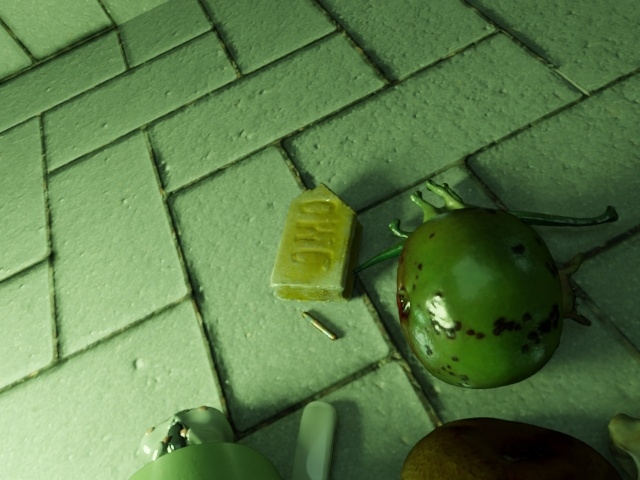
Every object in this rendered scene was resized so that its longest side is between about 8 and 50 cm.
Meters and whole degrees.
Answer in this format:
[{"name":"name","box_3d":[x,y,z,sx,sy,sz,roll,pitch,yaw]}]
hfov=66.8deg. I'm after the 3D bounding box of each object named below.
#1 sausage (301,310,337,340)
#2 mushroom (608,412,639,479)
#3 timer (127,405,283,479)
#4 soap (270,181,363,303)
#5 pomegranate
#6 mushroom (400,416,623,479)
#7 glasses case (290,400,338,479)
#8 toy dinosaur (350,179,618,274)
[{"name":"sausage","box_3d":[-0.003,0.167,0.952,0.100,0.015,0.015,33,72,33]},{"name":"mushroom","box_3d":[0.535,0.253,0.610,0.290,0.298,0.297,-45,46,32]},{"name":"timer","box_3d":[-0.193,0.384,0.746,0.291,0.290,0.315,-32,31,-5]},{"name":"soap","box_3d":[0.000,0.000,1.023,0.161,0.080,0.257,1,58,17]},{"name":"pomegranate","box_3d":[0.279,0.094,0.764,0.324,0.290,0.290,8,60,12]},{"name":"mushroom","box_3d":[0.237,0.351,0.657,0.267,0.267,0.254,36,107,33]},{"name":"glasses case","box_3d":[-0.009,0.353,0.812,0.063,0.041,0.164,0,57,16]},{"name":"toy dinosaur","box_3d":[0.299,0.002,0.938,0.447,0.087,0.301,-40,62,-9]}]
